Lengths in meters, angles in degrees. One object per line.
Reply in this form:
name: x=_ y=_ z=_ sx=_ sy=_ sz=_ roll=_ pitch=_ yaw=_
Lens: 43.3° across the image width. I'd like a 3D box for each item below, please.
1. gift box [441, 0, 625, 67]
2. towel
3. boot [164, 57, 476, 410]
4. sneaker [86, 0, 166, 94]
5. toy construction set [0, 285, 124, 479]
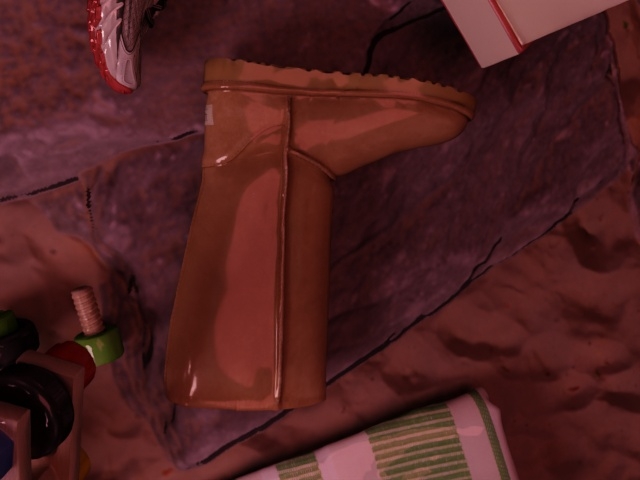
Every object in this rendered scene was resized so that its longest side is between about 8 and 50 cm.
gift box: x=0.205 y=-0.303 z=0.608 sx=0.276 sy=0.258 sz=0.255 roll=-37 pitch=104 yaw=-31
towel: x=0.038 y=0.292 z=0.713 sx=0.324 sy=0.038 sz=0.248 roll=-19 pitch=97 yaw=-10
boot: x=0.000 y=0.000 z=0.661 sx=0.236 sy=0.089 sz=0.270 roll=4 pitch=94 yaw=-7
sneaker: x=-0.115 y=-0.217 z=0.597 sx=0.092 sy=0.088 sz=0.225 roll=16 pitch=91 yaw=-20
toy construction set: x=-0.240 y=0.206 z=0.504 sx=0.257 sy=0.309 sz=0.237 roll=-15 pitch=105 yaw=-7
